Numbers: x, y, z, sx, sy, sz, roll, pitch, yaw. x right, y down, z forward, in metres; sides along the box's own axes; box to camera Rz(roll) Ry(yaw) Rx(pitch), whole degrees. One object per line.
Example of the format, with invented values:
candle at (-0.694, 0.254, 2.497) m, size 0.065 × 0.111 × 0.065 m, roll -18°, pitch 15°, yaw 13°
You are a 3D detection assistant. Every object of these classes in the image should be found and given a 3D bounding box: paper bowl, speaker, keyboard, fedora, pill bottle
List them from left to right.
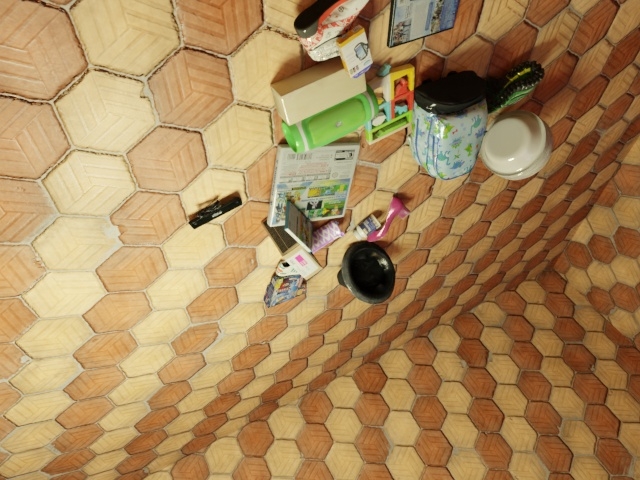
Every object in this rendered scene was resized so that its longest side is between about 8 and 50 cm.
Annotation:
keyboard at (-0.359, -0.106, 1.607) m, size 0.192 × 0.038 × 0.100 m, roll -29°, pitch 169°, yaw -10°
speaker at (0.032, -0.386, 1.501) m, size 0.296 × 0.131 × 0.131 m, roll -28°, pitch 146°, yaw -10°
fedora at (0.197, 0.163, 2.251) m, size 0.334 × 0.334 × 0.152 m, roll -3°, pitch 165°, yaw -38°
pill bottle at (0.203, -0.056, 2.106) m, size 0.120 × 0.067 × 0.067 m, roll -39°, pitch 146°, yaw 5°
paper bowl at (0.808, -0.406, 1.998) m, size 0.148 × 0.284 × 0.284 m, roll 9°, pitch 127°, yaw -44°

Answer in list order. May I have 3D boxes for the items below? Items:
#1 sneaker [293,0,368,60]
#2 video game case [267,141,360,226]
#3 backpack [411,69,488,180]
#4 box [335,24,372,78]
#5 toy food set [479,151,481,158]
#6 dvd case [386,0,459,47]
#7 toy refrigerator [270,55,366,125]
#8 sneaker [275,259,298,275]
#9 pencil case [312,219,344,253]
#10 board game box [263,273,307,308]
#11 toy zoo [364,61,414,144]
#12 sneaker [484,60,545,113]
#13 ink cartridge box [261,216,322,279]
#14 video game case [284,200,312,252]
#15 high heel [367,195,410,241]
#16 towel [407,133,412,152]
sneaker at (0.062, -0.606, 1.292) m, size 0.270 × 0.090 × 0.145 m, roll -36°, pitch 151°, yaw 3°
video game case at (-0.024, -0.204, 1.703) m, size 0.329 × 0.036 × 0.300 m, roll -10°, pitch 126°, yaw -33°
backpack at (0.468, -0.399, 1.761) m, size 0.290 × 0.273 × 0.355 m, roll -22°, pitch 152°, yaw -23°
box at (0.097, -0.520, 1.326) m, size 0.081 × 0.028 × 0.136 m, roll -35°, pitch 149°, yaw -2°
toy food set at (0.785, -0.413, 2.207) m, size 0.122 × 0.019 × 0.078 m, roll -27°, pitch 146°, yaw -11°
dvd case at (0.318, -0.704, 1.447) m, size 0.253 × 0.022 × 0.180 m, roll -24°, pitch 146°, yaw -17°
toy refrigerator at (-0.005, -0.457, 1.415) m, size 0.269 × 0.094 × 0.102 m, roll -28°, pitch 139°, yaw -11°
sneaker at (-0.113, 0.106, 2.043) m, size 0.161 × 0.057 × 0.075 m, roll -9°, pitch 144°, yaw -29°
pencil case at (0.000, 0.000, 1.984) m, size 0.206 × 0.088 × 0.086 m, roll -34°, pitch 150°, yaw 0°
board game box at (-0.143, 0.203, 2.137) m, size 0.194 × 0.060 × 0.194 m, roll -11°, pitch 140°, yaw -32°
toy zoo at (0.236, -0.482, 1.641) m, size 0.192 × 0.030 × 0.293 m, roll -28°, pitch 146°, yaw -11°
sneaker at (0.703, -0.559, 1.859) m, size 0.343 × 0.134 × 0.146 m, roll -25°, pitch 162°, yaw -2°
ink cartridge box at (-0.109, 0.021, 1.821) m, size 0.088 × 0.193 × 0.235 m, roll -36°, pitch 146°, yaw 1°
video game case at (-0.075, -0.047, 1.677) m, size 0.015 × 0.119 × 0.166 m, roll -16°, pitch 143°, yaw 24°
high heel at (0.279, -0.094, 2.139) m, size 0.244 × 0.082 × 0.117 m, roll -37°, pitch 120°, yaw 26°
towel at (0.417, -0.416, 1.885) m, size 0.152 × 0.023 × 0.113 m, roll -36°, pitch 147°, yaw 1°
